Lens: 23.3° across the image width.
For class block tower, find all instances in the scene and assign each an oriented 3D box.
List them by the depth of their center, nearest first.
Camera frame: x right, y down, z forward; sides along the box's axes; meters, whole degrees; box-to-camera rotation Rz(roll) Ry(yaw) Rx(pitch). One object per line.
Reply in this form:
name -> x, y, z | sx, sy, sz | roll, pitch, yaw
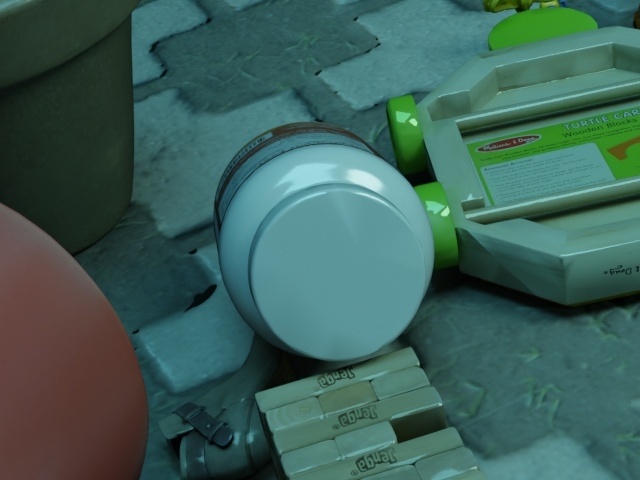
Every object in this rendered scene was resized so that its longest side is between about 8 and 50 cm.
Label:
block tower -> 0.061, 0.188, 0.699 | 0.097, 0.091, 0.335 | -17, 35, -6

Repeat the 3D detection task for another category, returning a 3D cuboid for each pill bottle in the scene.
pill bottle -> 0.000, 0.000, 0.898 | 0.121, 0.121, 0.216 | -14, 11, -3

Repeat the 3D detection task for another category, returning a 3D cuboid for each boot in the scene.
boot -> -0.054, 0.096, 0.912 | 0.087, 0.042, 0.118 | -23, 28, -3

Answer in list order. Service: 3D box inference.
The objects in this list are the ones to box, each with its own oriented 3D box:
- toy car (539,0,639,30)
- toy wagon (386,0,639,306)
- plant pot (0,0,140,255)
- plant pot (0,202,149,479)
toy car -> 0.226, -0.170, 1.203 | 0.122, 0.040, 0.060 | -1, 36, 15
toy wagon -> 0.183, -0.083, 1.070 | 0.267, 0.068, 0.344 | -11, 34, 0
plant pot -> -0.229, -0.108, 1.083 | 0.263, 0.229, 0.263 | -8, 34, 5
plant pot -> -0.238, 0.132, 0.689 | 0.275, 0.275, 0.243 | -3, 29, 13
